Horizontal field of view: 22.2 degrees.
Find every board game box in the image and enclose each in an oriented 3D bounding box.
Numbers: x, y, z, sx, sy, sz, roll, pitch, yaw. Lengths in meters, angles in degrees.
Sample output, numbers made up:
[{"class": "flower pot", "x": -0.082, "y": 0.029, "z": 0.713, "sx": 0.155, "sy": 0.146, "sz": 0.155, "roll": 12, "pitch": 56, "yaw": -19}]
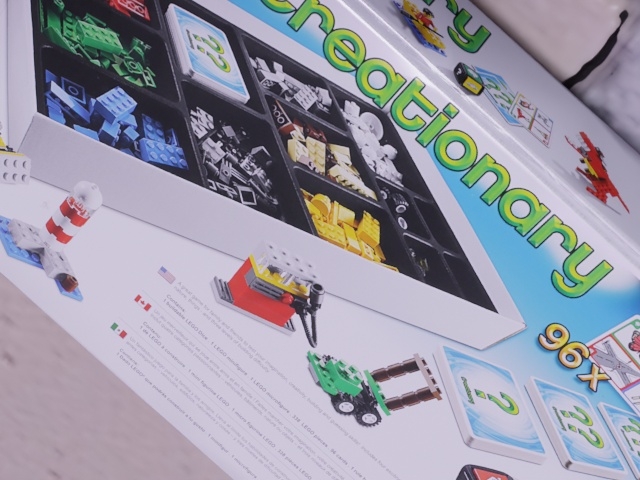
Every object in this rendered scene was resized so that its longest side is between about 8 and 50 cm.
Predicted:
[{"class": "board game box", "x": 0.000, "y": 0.000, "z": 0.561, "sx": 0.305, "sy": 0.053, "sz": 0.193, "roll": 42, "pitch": 128, "yaw": -2}]
